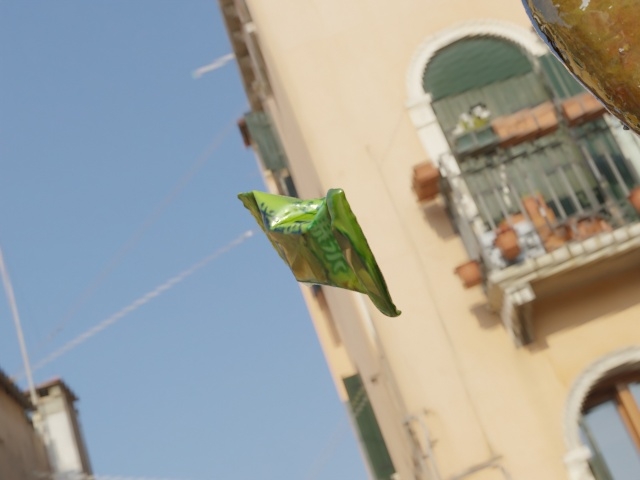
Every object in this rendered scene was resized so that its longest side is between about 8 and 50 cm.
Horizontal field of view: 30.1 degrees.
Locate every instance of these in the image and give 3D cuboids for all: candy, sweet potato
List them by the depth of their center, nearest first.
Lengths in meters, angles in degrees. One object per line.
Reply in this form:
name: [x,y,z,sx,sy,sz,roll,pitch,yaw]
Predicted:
sweet potato: [0.153,-0.159,0.739,0.079,0.346,0.108,-23,-45,-4]
candy: [0.000,0.000,1.281,0.069,0.149,0.246,-38,21,-24]
